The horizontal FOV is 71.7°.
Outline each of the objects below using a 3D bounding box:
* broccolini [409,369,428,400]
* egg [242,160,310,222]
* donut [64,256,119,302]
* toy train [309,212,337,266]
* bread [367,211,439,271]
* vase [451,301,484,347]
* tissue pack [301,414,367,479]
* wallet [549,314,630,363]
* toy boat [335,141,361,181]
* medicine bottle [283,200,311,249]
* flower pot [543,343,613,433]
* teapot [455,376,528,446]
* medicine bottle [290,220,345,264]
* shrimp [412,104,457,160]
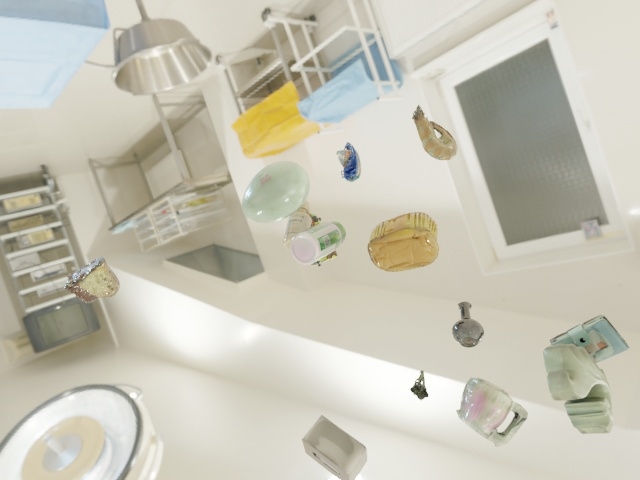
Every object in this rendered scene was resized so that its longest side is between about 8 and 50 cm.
[{"bbox_3d":[0.412,0.598,1.844,0.058,0.074,0.201,-35,176,13],"label":"broccolini"},{"bbox_3d":[-0.154,-0.159,1.505,0.264,0.183,0.183,-35,176,19],"label":"egg"},{"bbox_3d":[-0.736,0.129,1.453,0.186,0.126,0.144,-27,-156,6],"label":"donut"},{"bbox_3d":[-0.029,-0.011,2.352,0.160,0.296,0.100,-18,173,-33],"label":"toy train"},{"bbox_3d":[0.342,0.003,1.810,0.288,0.204,0.156,-21,-157,26],"label":"bread"},{"bbox_3d":[0.569,0.322,1.728,0.120,0.120,0.183,-18,-141,25],"label":"vase"},{"bbox_3d":[0.062,0.889,1.879,0.246,0.160,0.136,24,-129,31],"label":"tissue pack"},{"bbox_3d":[1.133,0.442,1.880,0.250,0.176,0.075,-41,175,29],"label":"wallet"},{"bbox_3d":[0.105,-0.329,1.775,0.110,0.175,0.091,22,146,-38],"label":"toy boat"},{"bbox_3d":[-0.099,-0.076,2.089,0.114,0.252,0.114,8,148,5],"label":"medicine bottle"},{"bbox_3d":[0.981,0.551,1.692,0.164,0.367,0.254,-25,-150,40],"label":"flower pot"},{"bbox_3d":[0.597,0.613,1.590,0.178,0.221,0.163,-58,-160,-12],"label":"teapot"},{"bbox_3d":[0.000,0.000,1.818,0.133,0.134,0.274,-18,-174,34],"label":"medicine bottle"},{"bbox_3d":[0.294,-0.283,1.152,0.099,0.180,0.041,-18,157,-18],"label":"shrimp"}]
